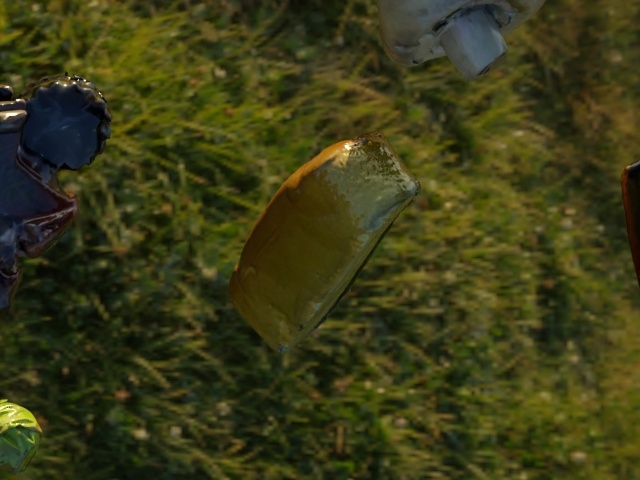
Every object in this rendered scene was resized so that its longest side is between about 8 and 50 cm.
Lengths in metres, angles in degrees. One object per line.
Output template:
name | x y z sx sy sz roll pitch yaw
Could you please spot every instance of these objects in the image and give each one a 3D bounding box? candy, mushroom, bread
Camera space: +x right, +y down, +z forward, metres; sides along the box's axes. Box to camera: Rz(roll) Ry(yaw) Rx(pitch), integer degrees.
candy | -0.403 0.177 1.508 0.077 0.073 0.262 -45 134 7
mushroom | 0.113 -0.192 1.149 0.154 0.154 0.122 -13 77 -46
bread | 0.000 0.000 1.221 0.094 0.245 0.102 48 49 12

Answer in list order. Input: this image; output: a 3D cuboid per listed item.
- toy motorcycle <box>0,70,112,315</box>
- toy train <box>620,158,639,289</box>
toy motorcycle | -0.367 -0.028 1.145 0.401 0.134 0.207 -5 110 -23
toy train | 0.355 -0.005 0.926 0.231 0.369 0.163 33 41 -36
